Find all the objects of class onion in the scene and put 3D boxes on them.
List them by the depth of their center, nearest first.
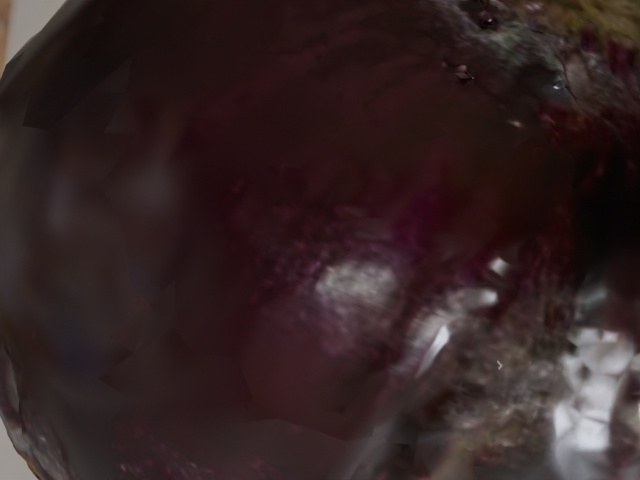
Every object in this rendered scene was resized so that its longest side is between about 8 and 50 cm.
[{"bbox_3d":[0.000,0.000,0.636,0.260,0.282,0.337,18,-139,-17],"label":"onion"}]
